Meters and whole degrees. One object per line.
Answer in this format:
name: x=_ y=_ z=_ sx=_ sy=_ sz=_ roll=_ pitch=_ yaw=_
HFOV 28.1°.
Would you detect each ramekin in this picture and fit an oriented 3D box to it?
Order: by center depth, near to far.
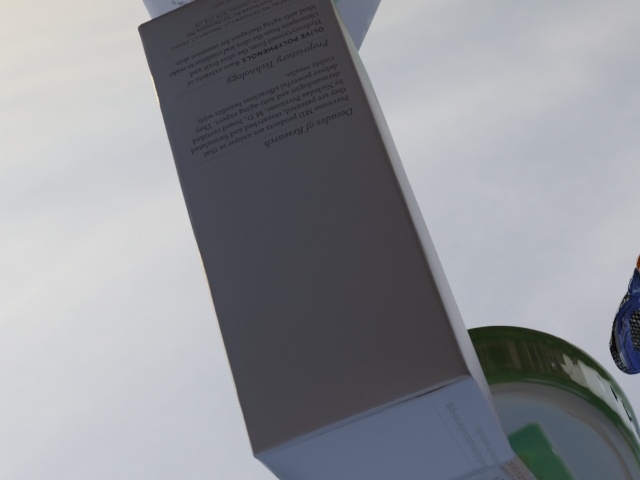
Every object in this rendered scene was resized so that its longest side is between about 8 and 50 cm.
ramekin: x=0.190 y=0.249 z=1.300 sx=0.303 sy=0.304 sz=0.148 roll=-11 pitch=-171 yaw=4

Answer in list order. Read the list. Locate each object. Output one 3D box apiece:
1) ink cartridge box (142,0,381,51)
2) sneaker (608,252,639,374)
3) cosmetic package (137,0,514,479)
ink cartridge box: x=-0.076 y=-0.284 z=1.158 sx=0.201 sy=0.278 sz=0.117 roll=13 pitch=-118 yaw=23
sneaker: x=0.266 y=0.075 z=0.749 sx=0.221 sy=0.087 sz=0.083 roll=29 pitch=-151 yaw=-5
cosmetic package: x=0.000 y=0.000 z=0.944 sx=0.155 sy=0.197 sz=0.366 roll=-23 pitch=-118 yaw=6
